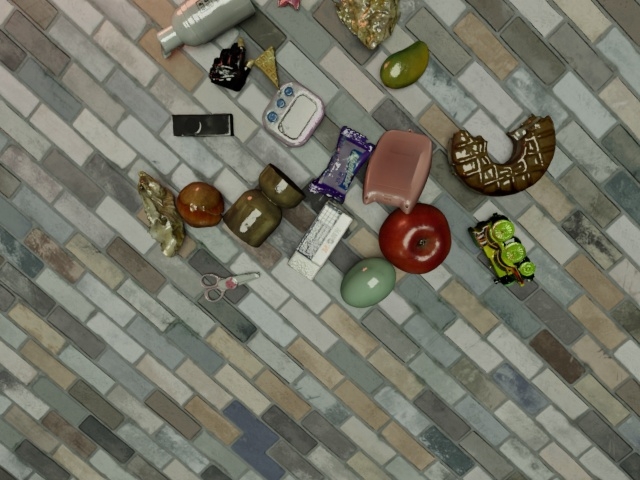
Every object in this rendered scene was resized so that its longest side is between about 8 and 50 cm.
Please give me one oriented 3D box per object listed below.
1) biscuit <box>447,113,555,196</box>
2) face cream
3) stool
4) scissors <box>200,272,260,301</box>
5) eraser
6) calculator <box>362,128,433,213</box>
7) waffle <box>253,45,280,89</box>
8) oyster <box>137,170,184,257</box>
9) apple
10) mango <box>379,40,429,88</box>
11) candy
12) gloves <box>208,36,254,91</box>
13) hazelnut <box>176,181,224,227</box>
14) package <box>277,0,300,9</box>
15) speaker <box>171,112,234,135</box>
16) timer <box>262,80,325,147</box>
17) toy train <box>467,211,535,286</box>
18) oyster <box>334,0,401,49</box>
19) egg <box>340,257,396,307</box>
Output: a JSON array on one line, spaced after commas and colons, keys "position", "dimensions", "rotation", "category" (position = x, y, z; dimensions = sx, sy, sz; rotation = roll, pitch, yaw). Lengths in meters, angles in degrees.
[{"position": [0.645, -0.289, 1.504], "dimensions": [0.367, 0.115, 0.267], "rotation": [-12, 99, 6], "category": "biscuit"}, {"position": [-0.415, -0.756, 1.449], "dimensions": [0.370, 0.145, 0.145], "rotation": [-29, 98, 6], "category": "face cream"}, {"position": [-0.205, -0.124, 1.538], "dimensions": [0.179, 0.179, 0.264], "rotation": [42, 100, -5], "category": "stool"}, {"position": [-0.354, 0.167, 1.671], "dimensions": [0.243, 0.030, 0.118], "rotation": [-14, 100, 7], "category": "scissors"}, {"position": [0.000, 0.000, 1.598], "dimensions": [0.130, 0.086, 0.287], "rotation": [34, 100, -2], "category": "eraser"}, {"position": [0.273, -0.261, 1.487], "dimensions": [0.220, 0.048, 0.329], "rotation": [14, 71, 17], "category": "calculator"}, {"position": [-0.160, -0.612, 1.496], "dimensions": [0.098, 0.023, 0.152], "rotation": [-39, 77, -4], "category": "waffle"}, {"position": [-0.591, -0.100, 1.583], "dimensions": [0.167, 0.110, 0.340], "rotation": [-7, 107, 43], "category": "oyster"}, {"position": [0.346, -0.008, 1.518], "dimensions": [0.261, 0.216, 0.260], "rotation": [0, 100, -1], "category": "apple"}, {"position": [0.300, -0.607, 1.476], "dimensions": [0.191, 0.085, 0.122], "rotation": [-26, 95, 8], "category": "mango"}, {"position": [0.080, -0.272, 1.555], "dimensions": [0.145, 0.070, 0.275], "rotation": [29, 96, -9], "category": "candy"}, {"position": [-0.312, -0.629, 1.488], "dimensions": [0.129, 0.106, 0.180], "rotation": [19, 104, 1], "category": "gloves"}, {"position": [-0.447, -0.124, 1.556], "dimensions": [0.182, 0.182, 0.181], "rotation": [0, 100, 2], "category": "hazelnut"}, {"position": [-0.109, -0.844, 1.480], "dimensions": [0.084, 0.029, 0.059], "rotation": [15, 97, 9], "category": "package"}, {"position": [-0.435, -0.427, 1.560], "dimensions": [0.219, 0.044, 0.082], "rotation": [1, 100, 3], "category": "speaker"}, {"position": [-0.097, -0.454, 1.529], "dimensions": [0.191, 0.069, 0.208], "rotation": [36, 99, -2], "category": "timer"}, {"position": [0.679, 0.043, 1.572], "dimensions": [0.161, 0.100, 0.296], "rotation": [-30, 98, 15], "category": "toy train"}, {"position": [0.163, -0.829, 1.427], "dimensions": [0.238, 0.115, 0.350], "rotation": [-6, 100, 4], "category": "oyster"}, {"position": [0.175, 0.159, 1.576], "dimensions": [0.231, 0.168, 0.168], "rotation": [-37, 97, 21], "category": "egg"}]
